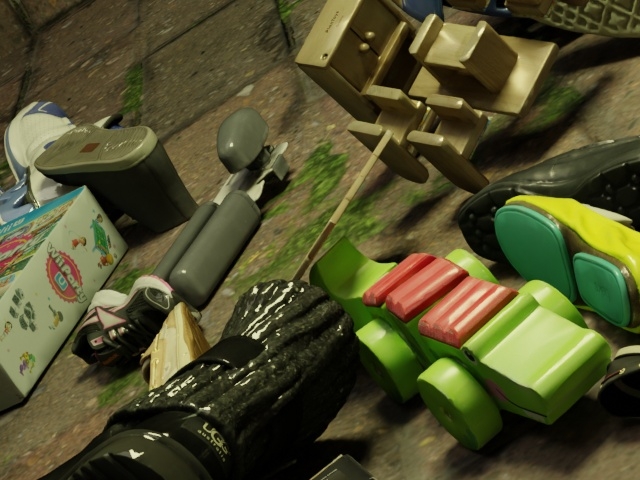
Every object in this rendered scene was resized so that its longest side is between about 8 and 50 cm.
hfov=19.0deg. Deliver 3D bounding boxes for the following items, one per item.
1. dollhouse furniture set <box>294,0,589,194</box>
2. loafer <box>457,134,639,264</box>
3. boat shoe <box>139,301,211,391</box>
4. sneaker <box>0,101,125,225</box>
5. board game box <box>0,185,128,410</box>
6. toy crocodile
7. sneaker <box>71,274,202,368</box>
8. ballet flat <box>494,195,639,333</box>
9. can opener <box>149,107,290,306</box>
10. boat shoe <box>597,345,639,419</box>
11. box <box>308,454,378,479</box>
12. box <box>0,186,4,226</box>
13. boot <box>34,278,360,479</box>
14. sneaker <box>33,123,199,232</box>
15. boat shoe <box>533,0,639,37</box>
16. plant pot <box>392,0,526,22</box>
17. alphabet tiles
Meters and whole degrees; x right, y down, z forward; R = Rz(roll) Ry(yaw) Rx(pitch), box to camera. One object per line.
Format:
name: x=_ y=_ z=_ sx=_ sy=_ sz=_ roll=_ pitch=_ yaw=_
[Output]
dollhouse furniture set: x=0.124 y=-0.150 z=1.782 sx=0.242 sy=0.161 sz=0.212 roll=15 pitch=72 yaw=46
loafer: x=0.203 y=-0.033 z=1.484 sx=0.223 sy=0.076 sz=0.078 roll=-17 pitch=11 yaw=44
boat shoe: x=-0.125 y=0.103 z=1.626 sx=0.059 sy=0.063 sz=0.170 roll=-29 pitch=17 yaw=4
sneaker: x=-0.291 y=-0.089 z=2.382 sx=0.182 sy=0.127 sz=0.315 roll=-28 pitch=27 yaw=8
board game box: x=-0.367 y=0.088 z=2.096 sx=0.224 sy=0.097 sz=0.303 roll=-24 pitch=21 yaw=28
toy crocodile: x=0.095 y=0.061 z=1.375 sx=0.115 sy=0.105 sz=0.340 roll=-39 pitch=20 yaw=-11
sneaker: x=-0.181 y=0.089 z=1.850 sx=0.178 sy=0.072 sz=0.077 roll=-19 pitch=35 yaw=58
ballet flat: x=0.205 y=0.013 z=1.383 sx=0.077 sy=0.077 sz=0.231 roll=-17 pitch=18 yaw=-14
can opener: x=-0.114 y=-0.037 z=1.974 sx=0.076 sy=0.095 sz=0.283 roll=-22 pitch=22 yaw=34
boat shoe: x=0.229 y=0.085 z=1.186 sx=0.133 sy=0.049 sz=0.042 roll=-16 pitch=32 yaw=48
box: x=-0.036 y=0.275 z=1.129 sx=0.295 sy=0.073 sz=0.293 roll=-37 pitch=20 yaw=-9
box: x=-0.406 y=-0.032 z=2.332 sx=0.054 sy=0.169 sz=0.059 roll=-30 pitch=19 yaw=11
boot: x=-0.134 y=0.183 z=1.418 sx=0.348 sy=0.131 sz=0.260 roll=-32 pitch=10 yaw=37
sneaker: x=-0.238 y=-0.064 z=2.197 sx=0.222 sy=0.118 sz=0.083 roll=6 pitch=46 yaw=52
boat shoe: x=0.374 y=-0.311 z=1.711 sx=0.500 sy=0.187 sz=0.156 roll=-16 pitch=20 yaw=36
plant pot: x=0.158 y=-0.343 z=1.951 sx=0.212 sy=0.236 sz=0.236 roll=-12 pitch=19 yaw=-5
alphabet tiles: x=0.000 y=0.000 z=1.600 sx=0.198 sy=0.009 sz=0.237 roll=-57 pitch=0 yaw=34
